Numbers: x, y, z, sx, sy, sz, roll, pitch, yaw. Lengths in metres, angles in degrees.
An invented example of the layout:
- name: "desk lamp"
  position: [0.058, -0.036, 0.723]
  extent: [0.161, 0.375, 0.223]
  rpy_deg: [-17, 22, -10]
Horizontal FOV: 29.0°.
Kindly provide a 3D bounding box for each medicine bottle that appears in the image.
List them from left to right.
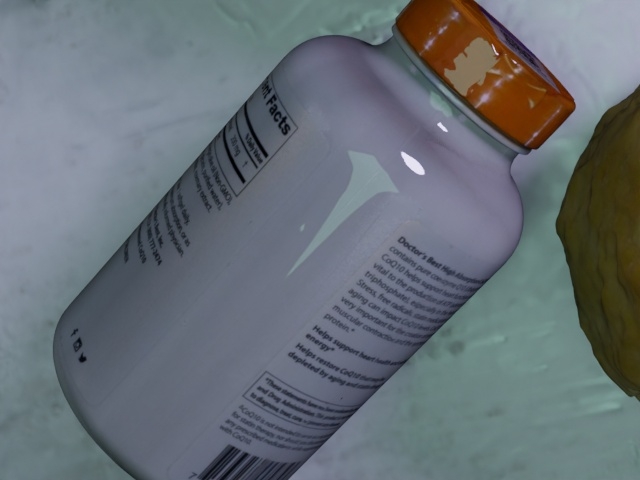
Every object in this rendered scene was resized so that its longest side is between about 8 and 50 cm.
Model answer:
- name: "medicine bottle"
  position: [0.000, 0.000, 0.657]
  extent: [0.157, 0.157, 0.288]
  rpy_deg: [45, 108, 5]

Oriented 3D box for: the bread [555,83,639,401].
- name: "bread"
  position: [0.235, 0.006, 0.601]
  extent: [0.244, 0.134, 0.244]
  rpy_deg: [2, 97, 18]
